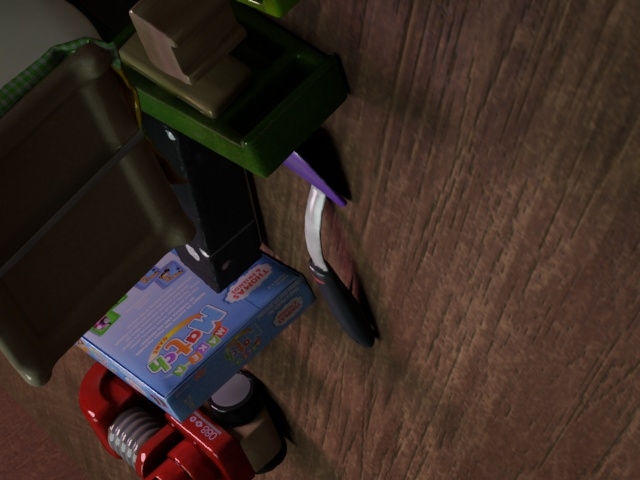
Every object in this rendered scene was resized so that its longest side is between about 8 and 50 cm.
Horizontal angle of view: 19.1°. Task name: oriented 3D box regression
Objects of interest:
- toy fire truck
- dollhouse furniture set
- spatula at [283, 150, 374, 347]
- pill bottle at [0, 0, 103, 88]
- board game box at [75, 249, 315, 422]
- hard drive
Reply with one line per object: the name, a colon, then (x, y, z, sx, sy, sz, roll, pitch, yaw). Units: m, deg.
toy fire truck: (-0.185, 0.235, 2.034, 0.217, 0.246, 0.158, 34, 157, 39)
dollhouse furniture set: (-0.151, -0.086, 1.182, 0.151, 0.301, 0.197, 33, 160, 33)
spatula: (0.000, 0.000, 1.457, 0.084, 0.030, 0.296, 37, 160, 34)
pill bottle: (-0.239, -0.094, 1.418, 0.153, 0.153, 0.265, 50, 162, -4)
board game box: (-0.128, 0.056, 1.666, 0.211, 0.160, 0.039, 29, 155, 48)
hard drive: (-0.160, -0.123, 1.525, 0.237, 0.064, 0.339, 40, 161, 26)
